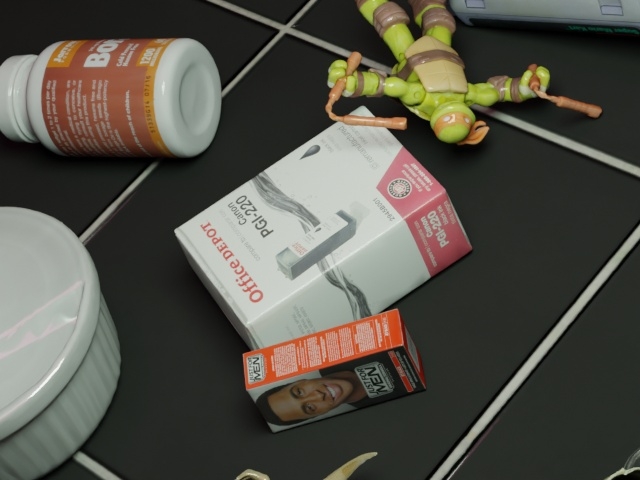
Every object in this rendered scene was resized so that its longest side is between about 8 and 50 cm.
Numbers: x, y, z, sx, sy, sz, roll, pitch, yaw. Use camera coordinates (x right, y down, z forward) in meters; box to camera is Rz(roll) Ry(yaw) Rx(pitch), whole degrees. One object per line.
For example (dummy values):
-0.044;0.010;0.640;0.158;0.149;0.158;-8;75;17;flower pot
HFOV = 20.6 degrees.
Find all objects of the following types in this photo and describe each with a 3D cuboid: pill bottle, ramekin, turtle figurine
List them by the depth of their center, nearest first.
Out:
-0.308;0.111;1.615;0.273;0.127;0.273;-12;47;14;ramekin
0.115;-0.164;1.660;0.269;0.087;0.217;-3;53;-17;turtle figurine
-0.220;-0.145;1.800;0.216;0.121;0.121;2;53;24;pill bottle

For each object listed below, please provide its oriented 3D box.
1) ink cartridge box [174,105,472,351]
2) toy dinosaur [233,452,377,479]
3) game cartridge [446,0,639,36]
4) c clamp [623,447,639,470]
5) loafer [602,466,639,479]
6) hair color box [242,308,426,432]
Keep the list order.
0.000;0.000;1.601;0.218;0.092;0.158;-35;46;-5;ink cartridge box
-0.033;0.233;1.455;0.092;0.053;0.183;34;77;24;toy dinosaur
0.276;-0.297;1.718;0.355;0.068;0.230;12;61;47;game cartridge
0.302;0.194;1.354;0.161;0.022;0.137;-30;41;-1;c clamp
0.299;0.237;1.245;0.268;0.092;0.102;18;65;22;loafer
0.012;0.112;1.512;0.141;0.072;0.043;-17;47;11;hair color box
